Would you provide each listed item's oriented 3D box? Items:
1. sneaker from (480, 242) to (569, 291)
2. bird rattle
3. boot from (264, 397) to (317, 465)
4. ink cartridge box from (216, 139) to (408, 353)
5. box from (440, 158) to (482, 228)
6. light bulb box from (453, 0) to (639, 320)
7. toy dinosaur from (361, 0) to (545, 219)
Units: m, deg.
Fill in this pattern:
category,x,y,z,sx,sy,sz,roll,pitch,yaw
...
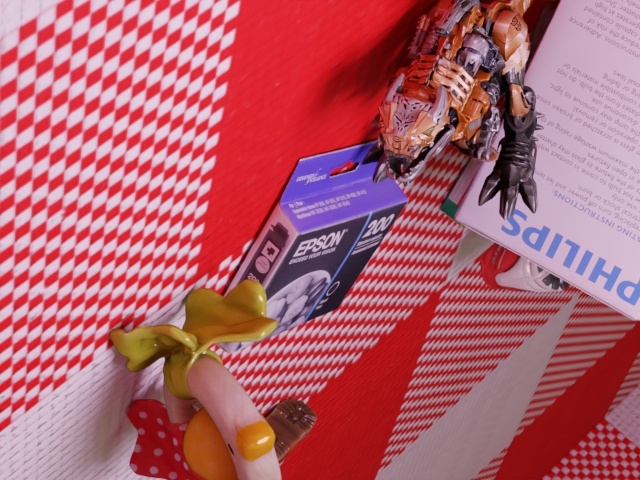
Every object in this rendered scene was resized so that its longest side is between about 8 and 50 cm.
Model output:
category,x,y,z,sx,sy,sz,roll,pitch,yaw
sneaker,0.266,-0.038,2.263,0.279,0.118,0.107,-54,129,-47
bird rattle,-0.106,0.170,1.663,0.143,0.207,0.253,-17,137,-28
boot,-0.070,0.240,2.087,0.158,0.059,0.084,-22,152,-56
ink cartridge box,0.000,0.000,1.791,0.206,0.045,0.208,-19,144,-56
box,0.217,-0.081,2.133,0.179,0.043,0.105,-18,144,-55
light bulb box,0.360,-0.154,1.920,0.358,0.225,0.361,-26,144,-62
toy dinosaur,0.141,-0.146,1.678,0.322,0.164,0.218,-33,141,-32
